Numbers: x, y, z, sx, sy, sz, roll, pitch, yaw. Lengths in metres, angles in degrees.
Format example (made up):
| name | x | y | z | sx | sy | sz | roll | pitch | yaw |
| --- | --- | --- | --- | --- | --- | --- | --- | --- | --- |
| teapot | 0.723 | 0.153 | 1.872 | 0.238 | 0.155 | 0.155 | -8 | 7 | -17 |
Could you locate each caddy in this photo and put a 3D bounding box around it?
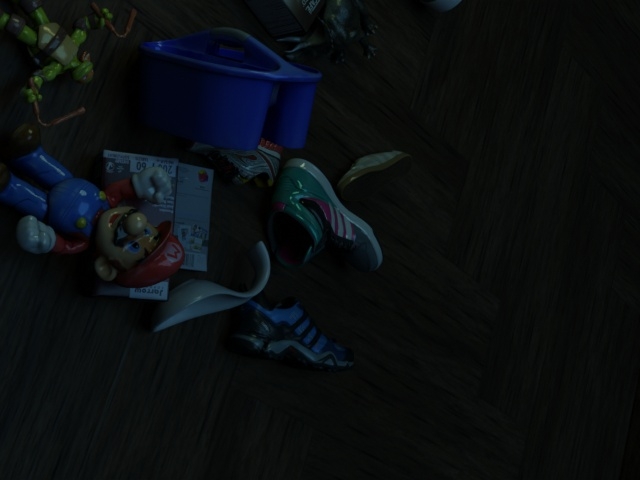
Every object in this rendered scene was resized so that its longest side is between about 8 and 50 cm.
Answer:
| name | x | y | z | sx | sy | sz | roll | pitch | yaw |
| --- | --- | --- | --- | --- | --- | --- | --- | --- | --- |
| caddy | -0.157 | -0.266 | 1.785 | 0.241 | 0.341 | 0.179 | -9 | 112 | -47 |

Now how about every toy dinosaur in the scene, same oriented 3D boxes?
| name | x | y | z | sx | sy | sz | roll | pitch | yaw |
| --- | --- | --- | --- | --- | --- | --- | --- | --- | --- |
| toy dinosaur | 0.046 | -0.463 | 2.148 | 0.160 | 0.121 | 0.313 | 47 | 60 | -51 |

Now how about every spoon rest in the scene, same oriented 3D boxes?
| name | x | y | z | sx | sy | sz | roll | pitch | yaw |
| --- | --- | --- | --- | --- | --- | --- | --- | --- | --- |
| spoon rest | -0.185 | 0.093 | 1.871 | 0.276 | 0.137 | 0.084 | -32 | 86 | -42 |

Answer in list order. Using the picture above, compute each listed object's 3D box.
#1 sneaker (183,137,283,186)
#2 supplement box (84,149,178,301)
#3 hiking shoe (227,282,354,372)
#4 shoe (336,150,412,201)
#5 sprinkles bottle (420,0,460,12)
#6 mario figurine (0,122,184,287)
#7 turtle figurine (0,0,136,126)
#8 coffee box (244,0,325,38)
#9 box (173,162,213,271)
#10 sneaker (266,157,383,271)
| name | x | y | z | sx | sy | sz | roll | pitch | yaw |
| --- | --- | --- | --- | --- | --- | --- | --- | --- | --- |
| sneaker | -0.155 | -0.150 | 1.944 | 0.225 | 0.088 | 0.092 | 12 | 81 | -45 |
| supplement box | -0.311 | -0.021 | 1.754 | 0.130 | 0.073 | 0.239 | 5 | 84 | -22 |
| hiking shoe | -0.037 | 0.176 | 2.034 | 0.304 | 0.113 | 0.132 | 21 | 74 | -44 |
| shoe | 0.104 | -0.141 | 2.248 | 0.219 | 0.058 | 0.076 | -25 | 137 | -40 |
| sprinkles bottle | 0.178 | -0.632 | 2.293 | 0.355 | 0.121 | 0.121 | 30 | 67 | -41 |
| mario figurine | -0.343 | -0.052 | 1.611 | 0.321 | 0.170 | 0.198 | 33 | 96 | -9 |
| turtle figurine | -0.422 | -0.325 | 1.670 | 0.217 | 0.087 | 0.269 | 47 | 60 | -27 |
| coffee box | -0.097 | -0.523 | 2.012 | 0.246 | 0.098 | 0.141 | 49 | 56 | -33 |
| box | -0.258 | -0.043 | 1.866 | 0.145 | 0.038 | 0.186 | 9 | 83 | -46 |
| sneaker | 0.000 | 0.000 | 2.071 | 0.295 | 0.124 | 0.178 | 48 | 51 | -25 |
